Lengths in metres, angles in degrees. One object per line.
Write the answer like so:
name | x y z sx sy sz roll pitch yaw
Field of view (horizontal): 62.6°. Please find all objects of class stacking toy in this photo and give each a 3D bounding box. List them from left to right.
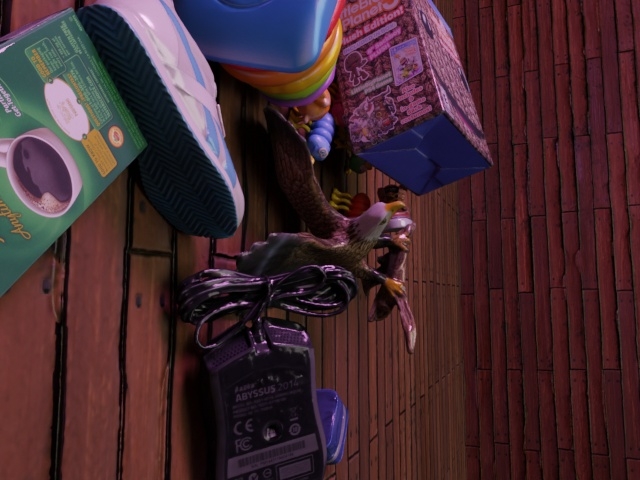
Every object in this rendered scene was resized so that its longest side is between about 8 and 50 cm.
stacking toy | -0.035 -0.222 0.620 0.302 0.166 0.175 45 62 -74

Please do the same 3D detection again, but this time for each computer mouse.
computer mouse | -0.056 0.157 0.544 0.189 0.072 0.271 -2 96 -26

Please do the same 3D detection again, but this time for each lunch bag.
lunch bag | -0.001 0.255 0.727 0.065 0.067 0.098 66 29 -43

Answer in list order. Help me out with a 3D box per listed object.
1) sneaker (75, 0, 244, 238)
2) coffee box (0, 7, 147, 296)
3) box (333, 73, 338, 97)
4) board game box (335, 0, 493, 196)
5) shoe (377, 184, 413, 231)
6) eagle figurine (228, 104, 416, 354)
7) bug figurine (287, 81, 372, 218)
sneaker | -0.118 -0.100 0.458 0.092 0.088 0.228 -70 151 -47
coffee box | -0.192 -0.058 0.328 0.184 0.041 0.113 -69 148 -45
box | 0.057 -0.331 0.971 0.105 0.043 0.179 2 88 -67
board game box | 0.139 -0.252 0.843 0.232 0.141 0.290 19 55 -54
shoe | 0.118 -0.054 0.878 0.178 0.064 0.081 -5 88 -80
eagle figurine | 0.006 -0.008 0.679 0.299 0.225 0.226 21 20 -32
bug figurine | 0.040 -0.140 0.868 0.279 0.072 0.216 59 36 -49
